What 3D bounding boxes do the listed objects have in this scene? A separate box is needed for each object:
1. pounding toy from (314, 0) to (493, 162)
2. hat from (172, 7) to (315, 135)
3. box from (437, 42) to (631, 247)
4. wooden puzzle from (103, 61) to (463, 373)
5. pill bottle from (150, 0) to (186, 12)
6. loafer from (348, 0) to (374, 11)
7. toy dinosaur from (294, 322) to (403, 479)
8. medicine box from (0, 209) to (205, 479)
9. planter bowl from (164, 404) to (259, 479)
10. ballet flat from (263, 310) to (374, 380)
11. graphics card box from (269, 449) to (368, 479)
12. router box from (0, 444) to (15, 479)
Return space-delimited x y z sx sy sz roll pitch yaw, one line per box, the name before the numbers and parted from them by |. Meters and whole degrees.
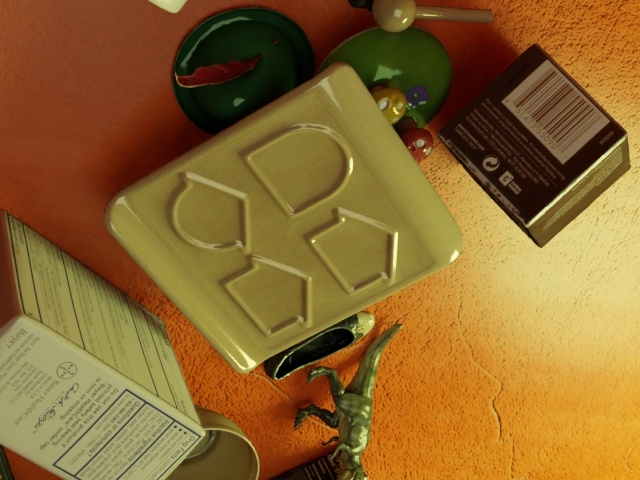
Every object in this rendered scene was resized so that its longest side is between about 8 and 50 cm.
pounding toy | 0.102 -0.181 1.468 0.183 0.110 0.237 9 134 -29
hat | -0.080 -0.165 1.408 0.208 0.183 0.173 -12 120 -14
box | 0.278 -0.115 1.526 0.167 0.168 0.203 -44 163 6
wooden puzzle | -0.041 -0.026 1.487 0.348 0.080 0.322 -31 123 11
pill bottle | -0.127 -0.397 1.280 0.160 0.160 0.283 31 103 -31
loafer | 0.128 -0.350 1.446 0.220 0.080 0.078 -43 122 5
toy dinosaur | 0.030 0.238 1.731 0.118 0.064 0.268 14 90 -3
medicine box | -0.311 0.144 1.443 0.149 0.263 0.289 -45 122 8
planter bowl | -0.178 0.297 1.667 0.162 0.109 0.162 -9 120 -16
ballet flat | 0.001 0.152 1.689 0.173 0.049 0.057 -27 124 -5
graphics card box | -0.079 0.489 1.816 0.371 0.094 0.233 -25 123 -7
router box | -0.523 0.386 1.604 0.243 0.081 0.309 -15 121 -12
